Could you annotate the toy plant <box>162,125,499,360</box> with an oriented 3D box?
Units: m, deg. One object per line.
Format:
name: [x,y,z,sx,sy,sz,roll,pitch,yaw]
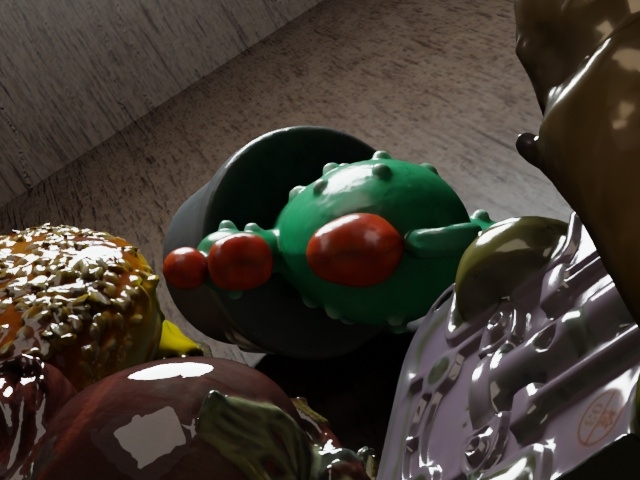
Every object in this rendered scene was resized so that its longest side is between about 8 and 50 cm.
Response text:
toy plant: [0.012,0.005,1.241,0.400,0.279,0.185,-13,54,67]

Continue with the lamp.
lamp: [-0.094,0.147,0.826,0.223,0.151,0.215,-10,25,24]

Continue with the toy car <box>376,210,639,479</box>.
toy car: [0.194,0.084,0.779,0.336,0.226,0.242,-44,18,38]

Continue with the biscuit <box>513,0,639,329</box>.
biscuit: [0.262,0.003,0.540,0.104,0.446,0.429,-52,-2,37]

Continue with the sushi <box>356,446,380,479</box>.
sushi: [-0.036,0.224,0.921,0.272,0.134,0.109,-17,32,-8]

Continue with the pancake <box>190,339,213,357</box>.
pancake: [-0.211,0.177,1.433,0.288,0.033,0.286,-22,22,30]

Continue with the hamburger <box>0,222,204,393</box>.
hamburger: [-0.222,0.124,1.214,0.291,0.225,0.291,-18,33,12]
